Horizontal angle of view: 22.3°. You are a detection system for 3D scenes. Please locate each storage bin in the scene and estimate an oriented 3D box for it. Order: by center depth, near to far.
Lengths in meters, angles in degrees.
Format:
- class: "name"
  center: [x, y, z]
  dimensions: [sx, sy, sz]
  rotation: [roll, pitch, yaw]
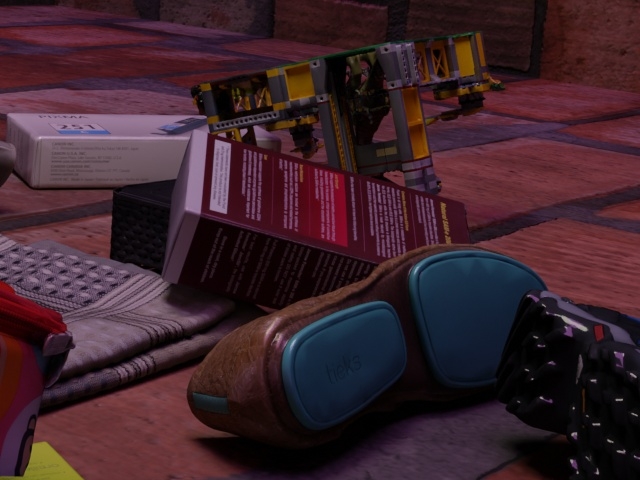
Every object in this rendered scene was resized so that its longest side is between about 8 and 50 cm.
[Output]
- class: "storage bin"
  center: [-0.090, -0.005, 1.455]
  dimensions: [0.122, 0.084, 0.180]
  rotation: [15, 15, 38]

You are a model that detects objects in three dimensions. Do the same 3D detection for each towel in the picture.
- class: "towel"
  center: [-0.248, 0.046, 1.237]
  dimensions: [0.312, 0.056, 0.324]
  rotation: [12, 14, 30]

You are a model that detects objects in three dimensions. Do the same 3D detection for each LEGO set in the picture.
- class: "LEGO set"
  center: [0.032, -0.102, 1.746]
  dimensions: [0.331, 0.192, 0.255]
  rotation: [-9, 5, 22]

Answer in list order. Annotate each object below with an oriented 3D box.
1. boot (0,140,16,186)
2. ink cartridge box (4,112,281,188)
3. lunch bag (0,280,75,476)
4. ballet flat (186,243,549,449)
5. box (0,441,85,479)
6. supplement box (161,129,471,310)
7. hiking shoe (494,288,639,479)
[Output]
- class: "boot"
  center: [-0.438, -0.071, 1.621]
  dimensions: [0.190, 0.076, 0.208]
  rotation: [-19, -15, 37]
- class: "ink cartridge box"
  center: [-0.232, -0.119, 1.950]
  dimensions: [0.296, 0.066, 0.261]
  rotation: [-1, 15, -25]
- class: "lunch bag"
  center: [-0.277, 0.051, 0.833]
  dimensions: [0.293, 0.120, 0.258]
  rotation: [7, -11, 42]
- class: "ballet flat"
  center: [0.031, 0.075, 1.147]
  dimensions: [0.124, 0.116, 0.342]
  rotation: [-10, 5, 38]
- class: "box"
  center: [-0.158, 0.153, 0.818]
  dimensions: [0.109, 0.042, 0.178]
  rotation: [-4, 15, -29]
- class: "supplement box"
  center: [0.000, 0.000, 1.302]
  dimensions: [0.239, 0.073, 0.130]
  rotation: [15, 32, -10]
- class: "hiking shoe"
  center: [0.212, 0.109, 0.978]
  dimensions: [0.132, 0.113, 0.304]
  rotation: [9, 20, -15]
